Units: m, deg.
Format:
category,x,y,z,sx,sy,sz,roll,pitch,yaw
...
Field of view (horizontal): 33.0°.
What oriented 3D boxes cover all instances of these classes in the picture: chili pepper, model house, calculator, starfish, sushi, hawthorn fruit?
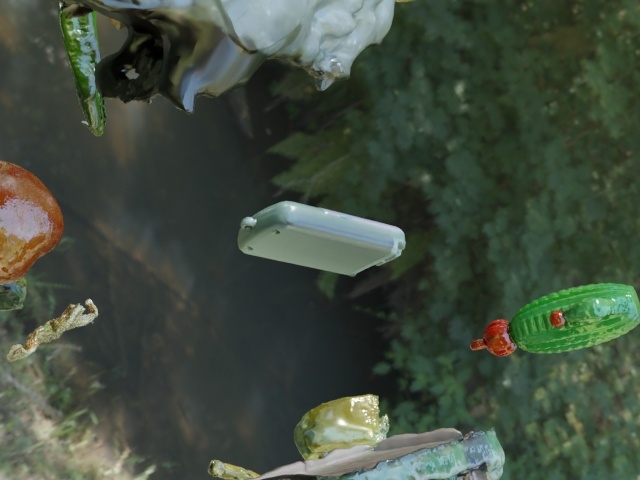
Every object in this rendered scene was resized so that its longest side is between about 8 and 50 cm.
category,x,y,z,sx,sy,sz,roll,pitch,yaw
chili pepper,-0.369,-0.335,1.669,0.076,0.085,0.359,-16,111,-48
model house,0.068,0.326,1.076,0.237,0.202,0.237,-4,81,-51
calculator,0.000,0.000,1.500,0.246,0.141,0.045,12,67,-28
starfish,-0.451,0.158,1.824,0.053,0.150,0.209,50,13,-3
sushi,-0.100,-0.202,0.698,0.348,0.208,0.234,11,93,-53
hawthorn fruit,-0.325,-0.028,1.079,0.140,0.125,0.125,68,24,-13

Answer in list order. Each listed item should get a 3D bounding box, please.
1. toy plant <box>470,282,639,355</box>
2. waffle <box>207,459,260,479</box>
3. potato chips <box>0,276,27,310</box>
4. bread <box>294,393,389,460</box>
category,x,y,z,sx,sy,sz,roll,pitch,yaw
toy plant,0.350,0.121,1.576,0.155,0.240,0.088,-2,73,-43
waffle,-0.059,0.314,1.369,0.097,0.153,0.023,41,67,-63
potato chips,-0.532,-0.068,1.422,0.070,0.429,0.358,-29,116,-39
bread,0.022,0.309,1.765,0.110,0.156,0.103,33,24,-46
